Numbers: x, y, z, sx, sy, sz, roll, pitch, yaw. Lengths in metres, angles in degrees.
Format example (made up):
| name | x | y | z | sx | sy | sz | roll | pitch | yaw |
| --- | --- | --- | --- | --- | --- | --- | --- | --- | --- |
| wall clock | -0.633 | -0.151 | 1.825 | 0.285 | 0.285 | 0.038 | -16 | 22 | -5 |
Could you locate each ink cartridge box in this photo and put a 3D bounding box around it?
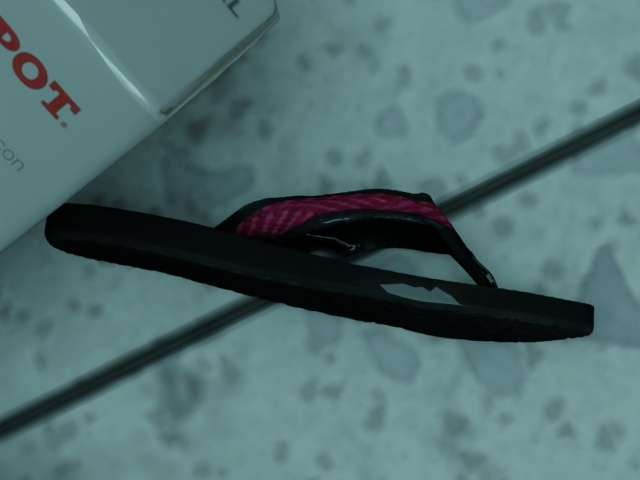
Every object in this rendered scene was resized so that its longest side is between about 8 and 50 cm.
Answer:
| name | x | y | z | sx | sy | sz | roll | pitch | yaw |
| --- | --- | --- | --- | --- | --- | --- | --- | --- | --- |
| ink cartridge box | -0.137 | -0.057 | 0.568 | 0.203 | 0.086 | 0.148 | -35 | 99 | 35 |

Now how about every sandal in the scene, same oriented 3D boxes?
| name | x | y | z | sx | sy | sz | roll | pitch | yaw |
| --- | --- | --- | --- | --- | --- | --- | --- | --- | --- |
| sandal | 0.000 | 0.000 | 0.615 | 0.179 | 0.067 | 0.040 | 12 | 80 | 11 |
